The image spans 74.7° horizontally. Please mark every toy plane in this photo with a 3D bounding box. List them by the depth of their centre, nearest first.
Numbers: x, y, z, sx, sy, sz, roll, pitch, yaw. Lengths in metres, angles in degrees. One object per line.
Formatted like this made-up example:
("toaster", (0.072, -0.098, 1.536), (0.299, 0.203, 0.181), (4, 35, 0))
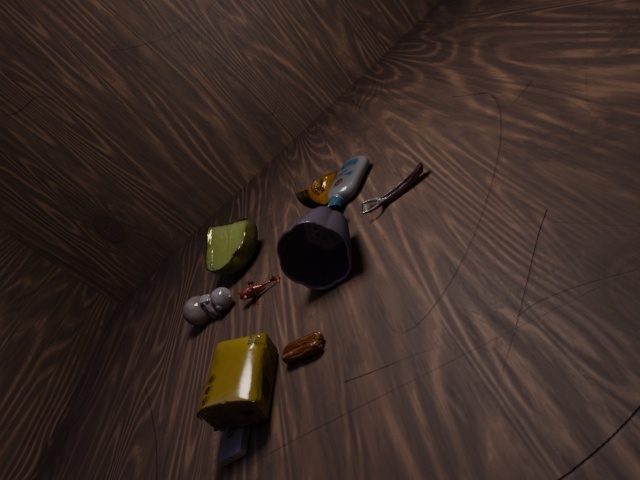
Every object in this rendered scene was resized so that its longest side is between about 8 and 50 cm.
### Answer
("toy plane", (-0.266, 0.211, 1.801), (0.194, 0.077, 0.126), (-18, 44, 30))

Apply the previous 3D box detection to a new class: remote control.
("remote control", (-0.258, 0.558, 1.301), (0.103, 0.034, 0.250), (-36, 26, 18))

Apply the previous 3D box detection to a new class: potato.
("potato", (-0.442, 0.063, 2.185), (0.330, 0.212, 0.280), (-12, 58, 36))

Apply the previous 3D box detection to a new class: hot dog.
("hot dog", (-0.058, 0.338, 1.308), (0.165, 0.045, 0.071), (-31, 30, 29))

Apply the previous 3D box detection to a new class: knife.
("knife", (0.275, -0.193, 1.575), (0.278, 0.053, 0.123), (-36, 22, 20))

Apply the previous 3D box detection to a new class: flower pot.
("flower pot", (0.000, 0.000, 1.505), (0.265, 0.265, 0.243), (-32, 18, 27))

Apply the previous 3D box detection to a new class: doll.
("doll", (-0.525, 0.303, 1.984), (0.287, 0.151, 0.151), (-28, 30, 27))

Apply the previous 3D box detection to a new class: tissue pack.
("tissue pack", (-0.248, 0.430, 1.302), (0.192, 0.134, 0.271), (-16, 32, 11))

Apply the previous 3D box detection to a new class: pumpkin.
("pumpkin", (0.004, -0.230, 1.995), (0.248, 0.126, 0.131), (-39, 10, -33))

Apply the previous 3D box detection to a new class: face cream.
("face cream", (0.107, -0.239, 1.873), (0.163, 0.080, 0.337), (-15, 38, 47))

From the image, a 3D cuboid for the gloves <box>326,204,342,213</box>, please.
("gloves", (0.006, -0.036, 1.703), (0.203, 0.124, 0.164), (-53, 6, -32))
